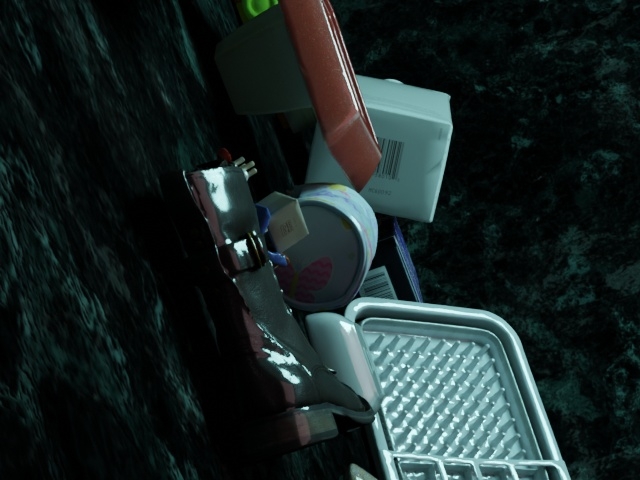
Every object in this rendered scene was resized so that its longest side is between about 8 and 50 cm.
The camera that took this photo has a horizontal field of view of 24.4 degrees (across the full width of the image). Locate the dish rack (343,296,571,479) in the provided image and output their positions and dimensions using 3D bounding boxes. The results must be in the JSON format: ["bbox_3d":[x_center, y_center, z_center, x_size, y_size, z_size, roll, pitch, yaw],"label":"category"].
[{"bbox_3d":[0.167,0.234,1.942,0.072,0.286,0.332,-55,-142,42],"label":"dish rack"}]

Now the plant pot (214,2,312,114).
[{"bbox_3d":[-0.066,-0.203,1.715,0.109,0.096,0.109,-92,162,-69],"label":"plant pot"}]

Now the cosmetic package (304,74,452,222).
[{"bbox_3d":[0.092,-0.151,2.230,0.365,0.197,0.155,-65,167,-78],"label":"cosmetic package"}]

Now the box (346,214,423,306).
[{"bbox_3d":[0.081,0.037,2.263,0.207,0.108,0.153,-94,164,-68],"label":"box"}]

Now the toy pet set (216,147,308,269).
[{"bbox_3d":[-0.068,-0.009,1.353,0.114,0.065,0.122,21,-42,49],"label":"toy pet set"}]

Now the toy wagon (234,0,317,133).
[{"bbox_3d":[-0.076,-0.332,2.212,0.267,0.068,0.344,-72,142,-82],"label":"toy wagon"}]

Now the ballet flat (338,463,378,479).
[{"bbox_3d":[0.116,0.364,1.498,0.107,0.106,0.316,-20,90,-84],"label":"ballet flat"}]

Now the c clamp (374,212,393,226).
[{"bbox_3d":[0.063,-0.049,2.249,0.160,0.137,0.022,-111,-176,-67],"label":"c clamp"}]

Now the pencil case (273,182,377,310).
[{"bbox_3d":[0.000,0.000,1.583,0.124,0.113,0.273,61,6,-5],"label":"pencil case"}]

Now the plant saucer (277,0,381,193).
[{"bbox_3d":[0.007,-0.203,1.685,0.259,0.048,0.258,44,27,-76],"label":"plant saucer"}]

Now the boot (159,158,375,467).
[{"bbox_3d":[-0.043,0.046,1.128,0.263,0.091,0.229,18,53,-80],"label":"boot"}]

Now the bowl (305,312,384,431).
[{"bbox_3d":[0.033,0.146,1.713,0.142,0.053,0.142,43,27,-80],"label":"bowl"}]
